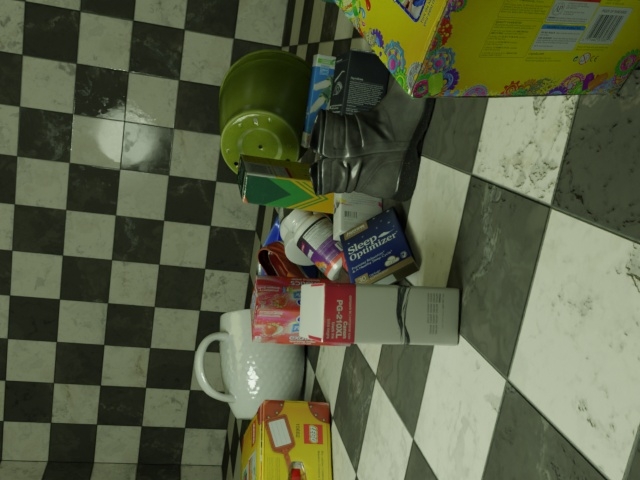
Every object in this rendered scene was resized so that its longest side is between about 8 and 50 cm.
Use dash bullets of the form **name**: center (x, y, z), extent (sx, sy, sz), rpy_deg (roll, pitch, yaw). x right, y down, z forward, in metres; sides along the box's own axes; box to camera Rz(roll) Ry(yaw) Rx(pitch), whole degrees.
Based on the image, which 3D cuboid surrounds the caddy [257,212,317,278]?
- **caddy**: center (-0.119, 0.077, 2.146), extent (0.241, 0.179, 0.341), rpy_deg (-159, 78, -75)

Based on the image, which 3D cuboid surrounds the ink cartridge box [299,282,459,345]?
- **ink cartridge box**: center (0.097, 0.127, 1.118), extent (0.172, 0.237, 0.100), rpy_deg (162, 111, -75)

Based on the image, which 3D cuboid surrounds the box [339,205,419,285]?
- **box**: center (0.114, 0.012, 1.352), extent (0.036, 0.136, 0.225), rpy_deg (52, -164, -34)

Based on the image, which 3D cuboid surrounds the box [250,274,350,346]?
- **box**: center (-0.042, 0.177, 1.627), extent (0.128, 0.257, 0.122), rpy_deg (-100, 19, -50)

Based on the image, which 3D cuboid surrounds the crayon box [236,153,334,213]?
- **crayon box**: center (-0.048, -0.143, 1.669), extent (0.202, 0.319, 0.081), rpy_deg (-116, 34, -68)

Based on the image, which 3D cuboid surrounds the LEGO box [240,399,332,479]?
- **LEGO box**: center (-0.103, 0.735, 1.760), extent (0.372, 0.193, 0.500), rpy_deg (116, 156, -55)

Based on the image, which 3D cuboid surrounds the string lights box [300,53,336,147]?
- **string lights box**: center (0.031, -0.387, 1.846), extent (0.077, 0.133, 0.259), rpy_deg (-130, 47, -73)

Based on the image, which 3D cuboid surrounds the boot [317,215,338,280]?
- **boot**: center (0.053, 0.014, 1.738), extent (0.189, 0.076, 0.208), rpy_deg (-102, 29, -47)

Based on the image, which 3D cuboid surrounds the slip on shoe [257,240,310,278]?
- **slip on shoe**: center (-0.083, 0.140, 1.917), extent (0.331, 0.101, 0.123), rpy_deg (56, 128, 23)

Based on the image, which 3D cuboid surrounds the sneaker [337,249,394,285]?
- **sneaker**: center (0.096, 0.118, 1.423), extent (0.276, 0.098, 0.135), rpy_deg (-108, 28, -64)

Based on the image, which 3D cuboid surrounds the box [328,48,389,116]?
- **box**: center (0.093, -0.365, 1.633), extent (0.153, 0.108, 0.207), rpy_deg (-138, 55, -74)

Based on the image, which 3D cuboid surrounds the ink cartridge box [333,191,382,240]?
- **ink cartridge box**: center (0.088, -0.089, 1.532), extent (0.061, 0.104, 0.181), rpy_deg (128, 146, -65)

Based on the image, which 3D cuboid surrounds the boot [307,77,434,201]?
- **boot**: center (0.098, -0.245, 1.306), extent (0.118, 0.223, 0.338), rpy_deg (-142, 59, -75)

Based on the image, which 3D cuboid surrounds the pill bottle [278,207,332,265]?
- **pill bottle**: center (-0.046, -0.074, 1.967), extent (0.161, 0.161, 0.283), rpy_deg (109, 161, -44)

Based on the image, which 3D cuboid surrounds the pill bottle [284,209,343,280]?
- **pill bottle**: center (0.000, 0.000, 1.648), extent (0.193, 0.108, 0.108), rpy_deg (45, 145, 15)

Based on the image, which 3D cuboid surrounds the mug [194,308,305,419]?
- **mug**: center (-0.226, 0.399, 2.062), extent (0.276, 0.374, 0.328), rpy_deg (-23, 63, 49)

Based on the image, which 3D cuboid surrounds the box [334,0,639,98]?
- **box**: center (0.180, -0.307, 0.706), extent (0.279, 0.290, 0.177), rpy_deg (61, 147, 36)

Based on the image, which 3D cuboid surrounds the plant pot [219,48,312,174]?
- **plant pot**: center (-0.170, -0.365, 2.034), extent (0.353, 0.367, 0.366), rpy_deg (-83, 7, -56)

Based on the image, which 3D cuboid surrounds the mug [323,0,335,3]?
- **mug**: center (0.064, -0.776, 1.961), extent (0.129, 0.097, 0.157), rpy_deg (110, 160, -44)
